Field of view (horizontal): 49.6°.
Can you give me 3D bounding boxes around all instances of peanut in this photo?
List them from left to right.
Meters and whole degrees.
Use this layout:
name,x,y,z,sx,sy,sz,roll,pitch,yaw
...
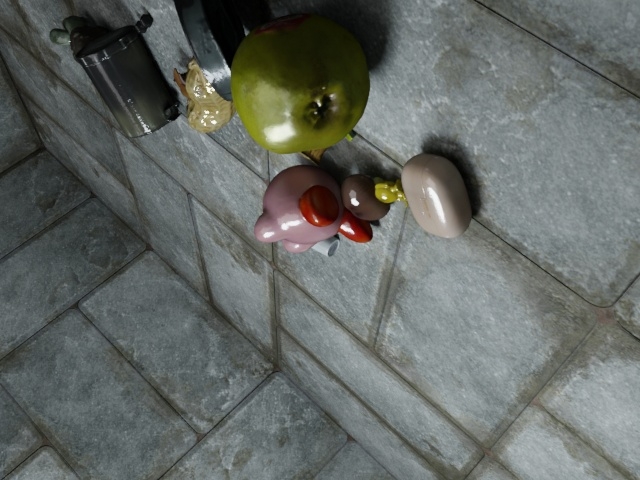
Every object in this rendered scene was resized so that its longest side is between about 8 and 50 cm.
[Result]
name,x,y,z,sx,sy,sz,roll,pitch,yaw
peanut,-0.292,-0.403,1.860,0.140,0.153,0.325,53,147,19

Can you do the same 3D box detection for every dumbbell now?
name,x,y,z,sx,sy,sz,roll,pitch,yaw
dumbbell,-0.525,-0.644,2.057,0.040,0.036,0.083,56,155,-16

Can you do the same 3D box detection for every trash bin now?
name,x,y,z,sx,sy,sz,roll,pitch,yaw
trash bin,-0.612,-0.502,2.213,0.252,0.203,0.301,-4,128,32

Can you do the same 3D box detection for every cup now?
name,x,y,z,sx,sy,sz,roll,pitch,yaw
cup,0.000,0.000,2.088,0.116,0.074,0.104,32,175,24

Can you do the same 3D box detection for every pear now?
name,x,y,z,sx,sy,sz,roll,pitch,yaw
pear,-0.052,-0.333,1.428,0.287,0.287,0.375,65,172,-31

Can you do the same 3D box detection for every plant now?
name,x,y,z,sx,sy,sz,roll,pitch,yaw
plant,-0.797,-0.675,2.355,0.274,0.146,0.149,36,134,30

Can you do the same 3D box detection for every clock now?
name,x,y,z,sx,sy,sz,roll,pitch,yaw
clock,-0.233,-0.470,1.547,0.325,0.067,0.325,-18,-90,-80

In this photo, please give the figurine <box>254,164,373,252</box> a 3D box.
name,x,y,z,sx,sy,sz,roll,pitch,yaw
figurine,-0.028,-0.096,1.819,0.261,0.211,0.270,-13,160,34

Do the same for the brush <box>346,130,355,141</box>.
name,x,y,z,sx,sy,sz,roll,pitch,yaw
brush,0.049,-0.272,1.645,0.083,0.021,0.019,45,158,-4

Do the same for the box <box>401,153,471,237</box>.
name,x,y,z,sx,sy,sz,roll,pitch,yaw
box,0.249,-0.095,1.486,0.146,0.088,0.200,18,142,48

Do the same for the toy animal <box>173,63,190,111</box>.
name,x,y,z,sx,sy,sz,roll,pitch,yaw
toy animal,-0.372,-0.469,2.011,0.188,0.089,0.179,34,136,30

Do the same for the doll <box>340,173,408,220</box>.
name,x,y,z,sx,sy,sz,roll,pitch,yaw
doll,0.135,-0.106,1.678,0.188,0.096,0.145,5,152,24

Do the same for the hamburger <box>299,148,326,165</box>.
name,x,y,z,sx,sy,sz,roll,pitch,yaw
hamburger,-0.072,-0.286,1.656,0.124,0.131,0.262,36,-176,29
